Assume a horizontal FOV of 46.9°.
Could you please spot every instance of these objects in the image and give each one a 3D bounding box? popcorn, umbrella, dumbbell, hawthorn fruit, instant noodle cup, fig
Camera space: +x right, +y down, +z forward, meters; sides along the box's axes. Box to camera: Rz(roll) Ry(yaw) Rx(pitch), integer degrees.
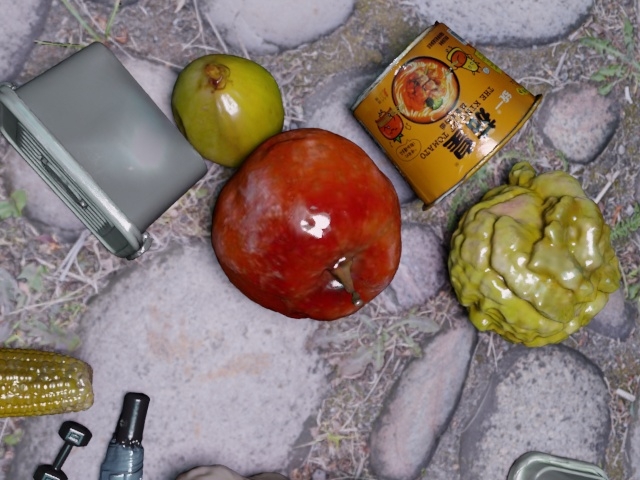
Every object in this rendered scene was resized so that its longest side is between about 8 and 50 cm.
[{"bbox_3d":[0.296,0.021,1.008,0.259,0.212,0.259,-2,97,-17],"label":"popcorn"},{"bbox_3d":[-0.251,0.314,0.915,0.052,0.053,0.250,12,86,-15],"label":"umbrella"},{"bbox_3d":[-0.316,0.264,0.906,0.036,0.040,0.083,25,81,16],"label":"dumbbell"},{"bbox_3d":[0.000,0.000,0.878,0.242,0.271,0.241,-9,116,-19],"label":"hawthorn fruit"},{"bbox_3d":[0.155,-0.171,0.974,0.172,0.216,0.216,44,78,-2],"label":"instant noodle cup"},{"bbox_3d":[-0.117,-0.166,0.934,0.153,0.121,0.135,28,75,-38],"label":"fig"}]

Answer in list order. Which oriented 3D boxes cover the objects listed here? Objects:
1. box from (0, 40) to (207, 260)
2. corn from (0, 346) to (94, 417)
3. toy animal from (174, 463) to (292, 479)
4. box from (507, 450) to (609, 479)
[{"bbox_3d":[-0.256,-0.108,0.874,0.135,0.163,0.243,-45,100,-22],"label":"box"},{"bbox_3d":[-0.426,0.164,0.846,0.320,0.097,0.096,3,88,-18],"label":"corn"},{"bbox_3d":[-0.070,0.442,0.902,0.303,0.194,0.344,14,81,-20],"label":"toy animal"},{"bbox_3d":[0.354,0.475,1.025,0.175,0.182,0.311,16,84,-16],"label":"box"}]
